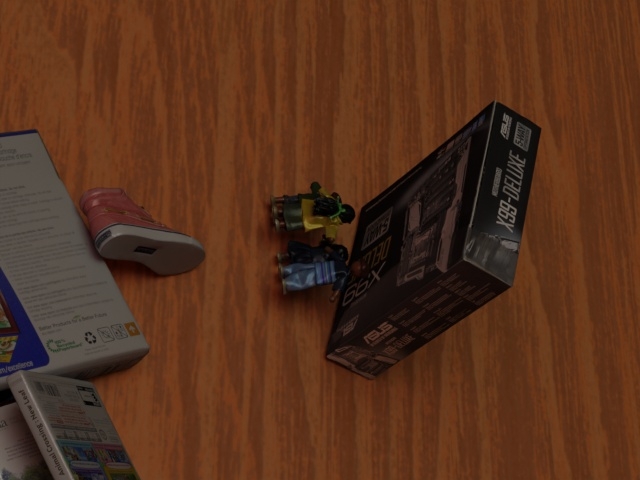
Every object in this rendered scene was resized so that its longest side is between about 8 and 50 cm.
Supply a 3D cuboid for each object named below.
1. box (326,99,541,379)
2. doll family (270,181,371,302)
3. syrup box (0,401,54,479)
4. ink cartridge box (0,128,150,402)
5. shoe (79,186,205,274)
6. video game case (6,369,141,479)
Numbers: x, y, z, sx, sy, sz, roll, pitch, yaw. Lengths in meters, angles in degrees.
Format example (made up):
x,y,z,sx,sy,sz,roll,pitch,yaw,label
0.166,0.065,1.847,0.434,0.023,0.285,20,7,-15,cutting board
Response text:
x,y,z,sx,sy,sz,roll,pitch,yaw,label
0.136,0.005,2.049,0.076,0.307,0.242,29,53,-18,box
0.000,0.000,2.105,0.111,0.076,0.193,-5,65,-5,doll family
-0.302,0.292,1.779,0.093,0.096,0.237,-15,69,-39,syrup box
-0.378,0.031,1.873,0.303,0.072,0.307,-12,65,-48,ink cartridge box
-0.213,-0.014,2.006,0.178,0.063,0.081,15,40,-52,shoe
-0.247,0.232,1.783,0.023,0.212,0.193,-30,77,7,video game case
